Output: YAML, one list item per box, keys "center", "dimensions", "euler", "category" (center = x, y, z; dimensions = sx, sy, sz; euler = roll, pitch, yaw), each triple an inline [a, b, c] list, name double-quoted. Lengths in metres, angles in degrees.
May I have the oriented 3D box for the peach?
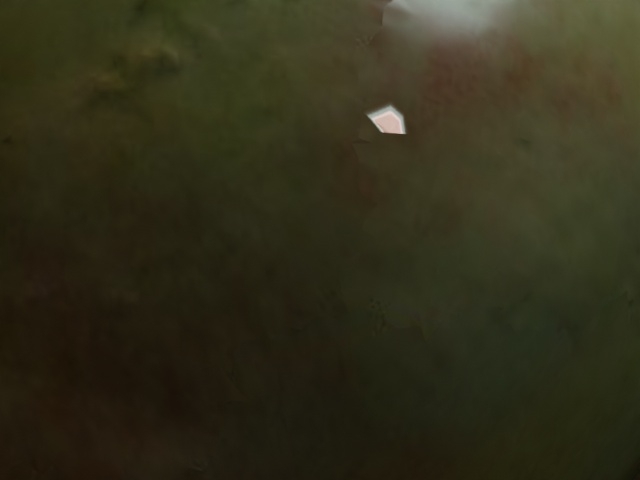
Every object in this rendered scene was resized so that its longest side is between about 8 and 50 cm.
- center: [-0.037, -0.007, 0.506]
  dimensions: [0.292, 0.292, 0.247]
  euler: [42, -18, 39]
  category: "peach"

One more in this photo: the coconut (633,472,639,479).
- center: [0.283, 0.003, 0.600]
  dimensions: [0.405, 0.404, 0.404]
  euler: [30, 13, -8]
  category: "coconut"
